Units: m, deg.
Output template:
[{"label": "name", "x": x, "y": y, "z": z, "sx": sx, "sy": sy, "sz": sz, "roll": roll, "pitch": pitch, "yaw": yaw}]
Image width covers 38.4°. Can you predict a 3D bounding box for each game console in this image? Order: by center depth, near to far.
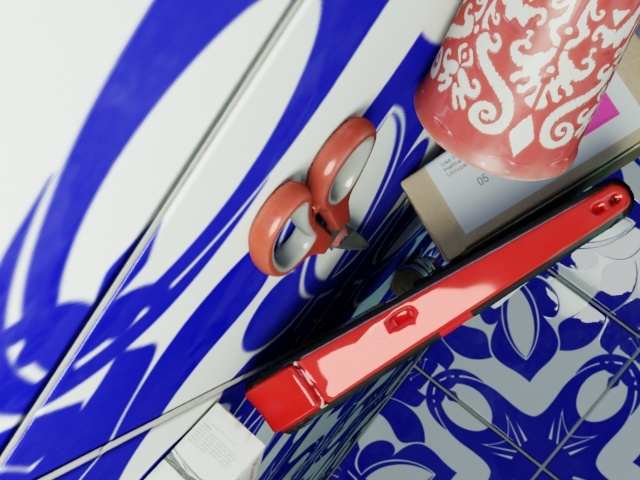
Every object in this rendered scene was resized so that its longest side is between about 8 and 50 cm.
[{"label": "game console", "x": 0.115, "y": 0.054, "z": 0.863, "sx": 0.342, "sy": 0.060, "sz": 0.386, "roll": -35, "pitch": 172, "yaw": 8}]

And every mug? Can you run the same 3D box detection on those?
[{"label": "mug", "x": 0.130, "y": -0.148, "z": 0.559, "sx": 0.113, "sy": 0.150, "sz": 0.169, "roll": -4, "pitch": 139, "yaw": -22}]

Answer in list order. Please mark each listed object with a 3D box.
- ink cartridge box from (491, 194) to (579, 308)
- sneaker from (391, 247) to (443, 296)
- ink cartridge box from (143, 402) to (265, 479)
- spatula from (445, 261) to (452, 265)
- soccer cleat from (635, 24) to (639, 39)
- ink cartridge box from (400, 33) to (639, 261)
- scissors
[{"label": "ink cartridge box", "x": 0.313, "y": -0.014, "z": 1.451, "sx": 0.160, "sy": 0.092, "sz": 0.219, "roll": -48, "pitch": -179, "yaw": 32}, {"label": "sneaker", "x": 0.127, "y": 0.036, "z": 1.153, "sx": 0.067, "sy": 0.042, "sz": 0.118, "roll": -45, "pitch": 174, "yaw": -15}, {"label": "ink cartridge box", "x": -0.110, "y": 0.210, "z": 0.745, "sx": 0.135, "sy": 0.056, "sz": 0.099, "roll": -46, "pitch": 166, "yaw": -26}, {"label": "spatula", "x": 0.271, "y": -0.057, "z": 1.151, "sx": 0.296, "sy": 0.030, "sz": 0.084, "roll": -47, "pitch": 161, "yaw": 20}, {"label": "soccer cleat", "x": 0.392, "y": -0.222, "z": 1.156, "sx": 0.108, "sy": 0.116, "sz": 0.318, "roll": -56, "pitch": 171, "yaw": -54}, {"label": "ink cartridge box", "x": 0.205, "y": -0.075, "z": 0.847, "sx": 0.234, "sy": 0.088, "sz": 0.193, "roll": -32, "pitch": 171, "yaw": 12}, {"label": "scissors", "x": 0.000, "y": 0.000, "z": 0.648, "sx": 0.109, "sy": 0.021, "sz": 0.297, "roll": -52, "pitch": 169, "yaw": -11}]
